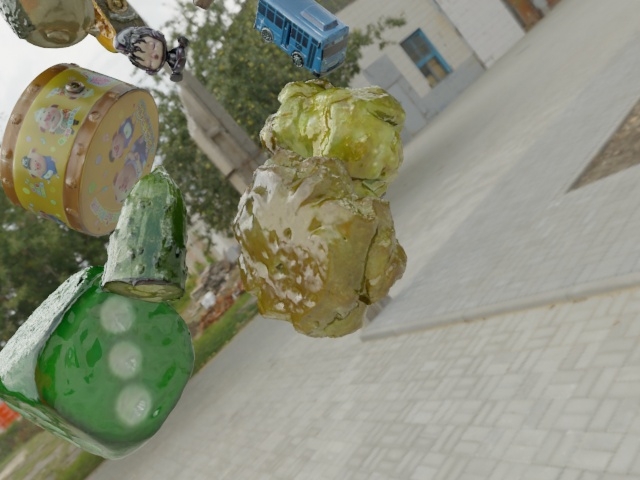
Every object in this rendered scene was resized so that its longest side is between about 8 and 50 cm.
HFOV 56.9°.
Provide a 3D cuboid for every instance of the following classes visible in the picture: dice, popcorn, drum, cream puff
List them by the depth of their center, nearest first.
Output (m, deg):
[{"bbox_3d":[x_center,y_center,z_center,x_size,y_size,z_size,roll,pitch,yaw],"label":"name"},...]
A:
[{"bbox_3d":[-0.007,0.005,0.777,0.196,0.243,0.244,7,-15,-28],"label":"cream puff"},{"bbox_3d":[0.030,-0.189,1.098,0.276,0.277,0.225,-31,35,54],"label":"popcorn"},{"bbox_3d":[-0.461,0.248,1.207,0.287,0.300,0.297,-16,38,45],"label":"dice"},{"bbox_3d":[-0.612,-0.237,1.549,0.431,0.214,0.430,20,-90,-86],"label":"drum"}]

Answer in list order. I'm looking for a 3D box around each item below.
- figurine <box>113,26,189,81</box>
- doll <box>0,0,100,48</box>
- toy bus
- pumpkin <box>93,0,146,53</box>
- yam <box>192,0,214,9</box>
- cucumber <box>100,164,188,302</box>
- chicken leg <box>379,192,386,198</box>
[{"bbox_3d":[-0.520,-0.590,1.816,0.145,0.223,0.145,-167,90,-73],"label":"figurine"},{"bbox_3d":[-0.668,-0.642,1.408,0.248,0.349,0.247,-15,16,5],"label":"doll"},{"bbox_3d":[-0.035,-0.412,1.149,0.090,0.185,0.106,-39,-18,-33],"label":"toy bus"},{"bbox_3d":[-0.775,-0.826,2.136,0.222,0.317,0.139,2,44,53],"label":"pumpkin"},{"bbox_3d":[-0.178,-0.559,1.146,0.264,0.046,0.046,-43,3,40],"label":"yam"},{"bbox_3d":[-0.277,-0.021,0.979,0.134,0.134,0.244,-32,52,50],"label":"cucumber"},{"bbox_3d":[0.055,-0.091,1.359,0.196,0.080,0.125,-14,50,25],"label":"chicken leg"}]
